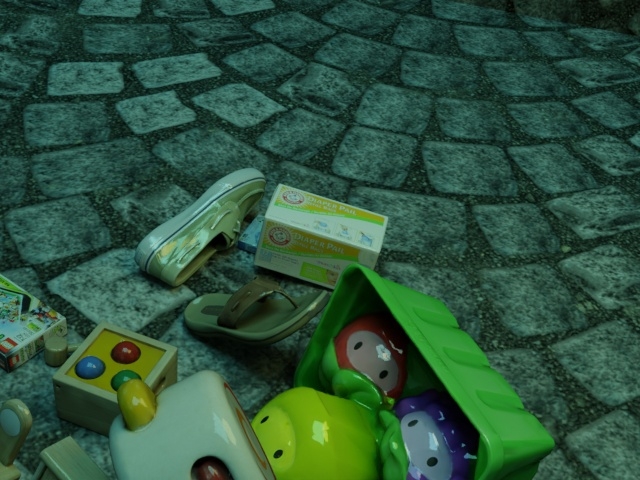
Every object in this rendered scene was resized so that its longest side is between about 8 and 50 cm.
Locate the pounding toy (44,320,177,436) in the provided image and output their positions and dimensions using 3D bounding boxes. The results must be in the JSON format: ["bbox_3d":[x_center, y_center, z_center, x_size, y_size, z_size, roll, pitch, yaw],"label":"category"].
[{"bbox_3d":[-0.314,0.170,1.264,0.206,0.094,0.181,18,39,12],"label":"pounding toy"}]

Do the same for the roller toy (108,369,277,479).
[{"bbox_3d":[-0.138,0.251,0.945,0.146,0.209,0.191,-27,55,-5],"label":"roller toy"}]

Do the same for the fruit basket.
[{"bbox_3d":[0.050,0.238,1.125,0.391,0.283,0.392,19,28,-11],"label":"fruit basket"}]

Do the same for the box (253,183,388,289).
[{"bbox_3d":[0.000,0.000,1.498,0.203,0.114,0.103,17,39,2],"label":"box"}]

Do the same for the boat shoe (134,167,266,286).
[{"bbox_3d":[-0.191,-0.020,1.540,0.094,0.109,0.302,39,55,14],"label":"boat shoe"}]

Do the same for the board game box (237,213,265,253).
[{"bbox_3d":[-0.091,-0.004,1.583,0.090,0.020,0.090,18,39,13],"label":"board game box"}]

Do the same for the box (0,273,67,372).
[{"bbox_3d":[-0.506,0.114,1.352,0.207,0.036,0.114,28,42,24],"label":"box"}]

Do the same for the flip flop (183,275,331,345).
[{"bbox_3d":[-0.108,0.095,1.319,0.277,0.080,0.112,0,29,41],"label":"flip flop"}]

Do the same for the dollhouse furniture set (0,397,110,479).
[{"bbox_3d":[-0.380,0.342,0.864,0.303,0.174,0.355,42,28,17],"label":"dollhouse furniture set"}]
